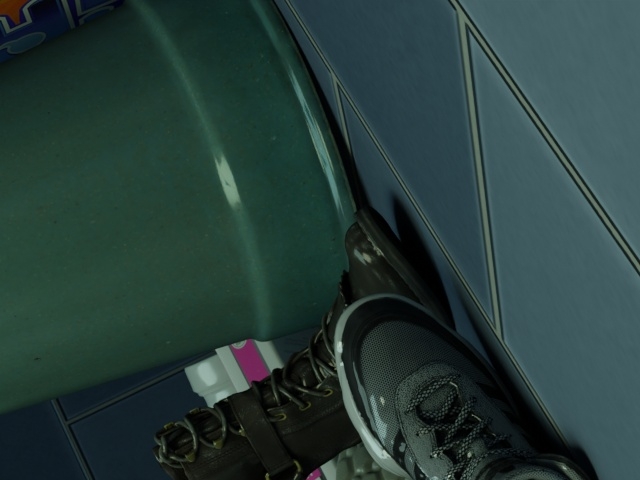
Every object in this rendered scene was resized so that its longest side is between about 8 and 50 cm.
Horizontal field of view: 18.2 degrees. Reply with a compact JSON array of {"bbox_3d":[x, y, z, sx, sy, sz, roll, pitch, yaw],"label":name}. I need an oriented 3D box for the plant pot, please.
[{"bbox_3d":[-0.179,-0.026,1.623,0.341,0.334,0.341,157,90,-78],"label":"plant pot"}]

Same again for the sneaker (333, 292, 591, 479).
[{"bbox_3d":[0.102,0.136,1.265,0.268,0.101,0.153,57,170,11],"label":"sneaker"}]

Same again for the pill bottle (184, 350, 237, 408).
[{"bbox_3d":[-0.043,0.248,2.356,0.278,0.162,0.162,65,172,-1],"label":"pill bottle"}]

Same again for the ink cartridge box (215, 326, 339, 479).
[{"bbox_3d":[0.028,0.201,1.827,0.176,0.069,0.371,15,-140,-58],"label":"ink cartridge box"}]

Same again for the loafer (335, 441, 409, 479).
[{"bbox_3d":[0.098,0.264,1.640,0.111,0.112,0.319,46,-167,-38],"label":"loafer"}]

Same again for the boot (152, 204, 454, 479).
[{"bbox_3d":[-0.017,0.110,1.464,0.091,0.229,0.263,58,170,40],"label":"boot"}]

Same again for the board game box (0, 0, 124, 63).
[{"bbox_3d":[-0.328,-0.291,1.798,0.356,0.356,0.356,62,172,20],"label":"board game box"}]
